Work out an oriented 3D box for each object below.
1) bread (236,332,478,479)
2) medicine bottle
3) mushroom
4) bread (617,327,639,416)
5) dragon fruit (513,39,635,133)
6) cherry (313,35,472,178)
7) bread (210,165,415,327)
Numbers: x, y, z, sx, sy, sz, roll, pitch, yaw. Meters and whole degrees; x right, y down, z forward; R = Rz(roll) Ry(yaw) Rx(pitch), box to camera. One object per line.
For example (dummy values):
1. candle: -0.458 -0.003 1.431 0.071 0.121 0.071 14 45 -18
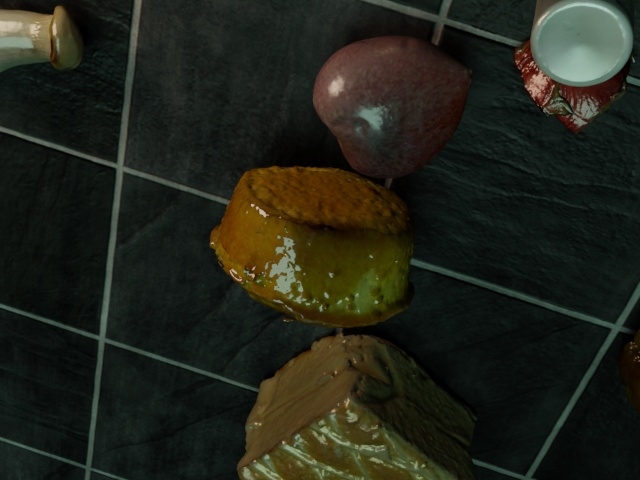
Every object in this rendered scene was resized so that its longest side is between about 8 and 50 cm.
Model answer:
1. bread: 0.078 0.424 2.108 0.390 0.279 0.371 41 126 -16
2. medicine bottle: 0.371 -0.328 1.436 0.139 0.237 0.139 8 128 10
3. mushroom: -0.561 -0.349 1.798 0.329 0.122 0.159 3 165 16
4. bread: 0.677 0.244 1.877 0.232 0.135 0.246 -10 123 7
5. dragon fruit: 0.384 -0.263 1.566 0.161 0.120 0.127 33 124 -5
6. cherry: 0.116 -0.225 1.635 0.239 0.206 0.239 -4 108 -14
7. bread: 0.003 0.000 1.753 0.358 0.337 0.204 5 122 -23
